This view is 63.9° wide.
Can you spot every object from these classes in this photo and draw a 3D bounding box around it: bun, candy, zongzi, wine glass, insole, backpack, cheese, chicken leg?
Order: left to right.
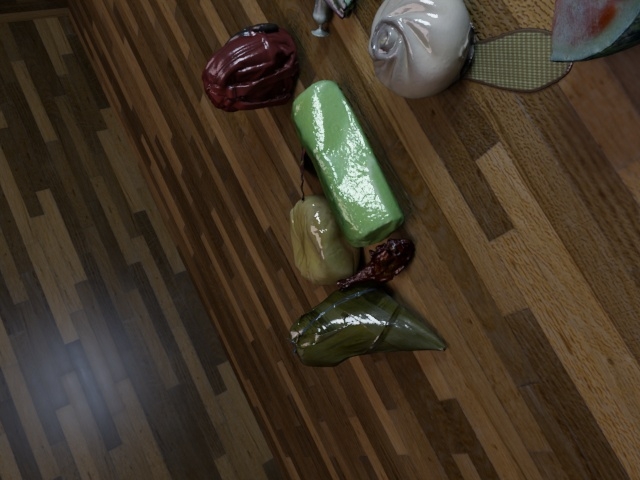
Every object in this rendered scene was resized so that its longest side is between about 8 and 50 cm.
[{"bbox_3d":[-0.160,-0.373,1.149,0.138,0.229,0.229,61,150,7],"label":"backpack"},{"bbox_3d":[0.000,0.000,1.247,0.214,0.117,0.225,-5,99,64],"label":"cheese"},{"bbox_3d":[0.003,-0.446,1.007,0.039,0.042,0.083,22,132,15],"label":"wine glass"},{"bbox_3d":[0.051,-0.152,1.050,0.343,0.132,0.142,66,-166,8],"label":"candy"},{"bbox_3d":[0.088,0.219,1.101,0.274,0.251,0.125,40,158,39],"label":"zongzi"},{"bbox_3d":[0.119,0.054,1.084,0.205,0.093,0.053,-54,35,40],"label":"chicken leg"},{"bbox_3d":[0.137,-0.304,0.785,0.173,0.120,0.172,30,127,50],"label":"bun"},{"bbox_3d":[0.249,-0.262,0.751,0.253,0.005,0.086,25,129,51],"label":"insole"}]

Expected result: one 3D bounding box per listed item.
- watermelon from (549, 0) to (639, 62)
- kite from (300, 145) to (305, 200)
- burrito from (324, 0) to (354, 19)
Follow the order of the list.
[{"bbox_3d":[0.326,-0.325,0.494,0.318,0.148,0.226,91,164,-58],"label":"watermelon"},{"bbox_3d":[-0.042,-0.203,1.213,0.189,0.009,0.232,128,142,-81],"label":"kite"},{"bbox_3d":[-0.016,-0.544,0.948,0.309,0.066,0.096,61,155,15],"label":"burrito"}]
